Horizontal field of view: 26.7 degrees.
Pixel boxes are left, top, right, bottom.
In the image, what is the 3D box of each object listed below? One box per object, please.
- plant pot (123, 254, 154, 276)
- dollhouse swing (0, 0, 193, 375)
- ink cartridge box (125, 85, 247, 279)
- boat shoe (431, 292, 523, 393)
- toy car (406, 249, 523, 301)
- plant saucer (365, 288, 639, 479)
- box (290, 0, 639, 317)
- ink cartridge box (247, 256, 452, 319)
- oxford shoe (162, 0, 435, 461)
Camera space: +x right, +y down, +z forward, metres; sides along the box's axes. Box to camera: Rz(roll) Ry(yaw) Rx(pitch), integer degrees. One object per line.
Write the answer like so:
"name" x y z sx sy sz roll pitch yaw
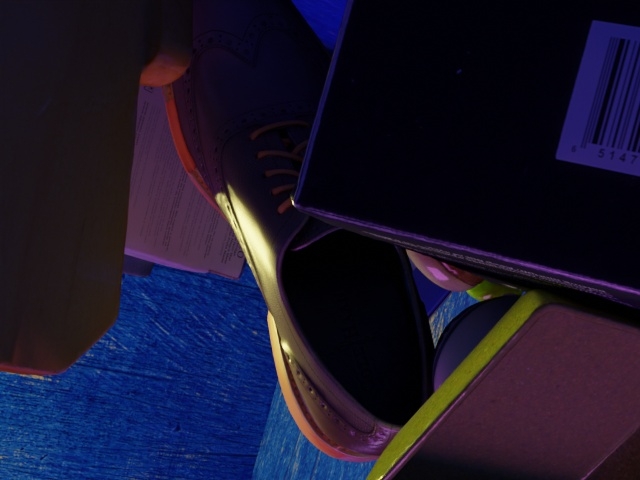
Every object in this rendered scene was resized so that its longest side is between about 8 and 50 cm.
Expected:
"plant pot" -0.229 -0.123 1.130 0.293 0.196 0.293 28 -179 -1
"dollhouse swing" -0.288 -0.113 0.777 0.315 0.305 0.346 13 178 41
"ink cartridge box" -0.105 -0.092 1.050 0.045 0.223 0.224 14 176 29
"boat shoe" 0.143 0.095 0.943 0.158 0.127 0.340 38 -177 41
"toy car" 0.134 -0.065 1.014 0.155 0.188 0.149 29 -150 -41
"plant saucer" 0.135 0.099 0.757 0.188 0.188 0.045 16 -142 -29
"box" 0.217 -0.040 0.734 0.343 0.179 0.312 15 177 27
"ink cartridge box" 0.000 0.000 1.596 0.395 0.151 0.270 41 174 -7
"oxford shoe" -0.006 -0.037 0.870 0.129 0.364 0.133 -22 174 -12
